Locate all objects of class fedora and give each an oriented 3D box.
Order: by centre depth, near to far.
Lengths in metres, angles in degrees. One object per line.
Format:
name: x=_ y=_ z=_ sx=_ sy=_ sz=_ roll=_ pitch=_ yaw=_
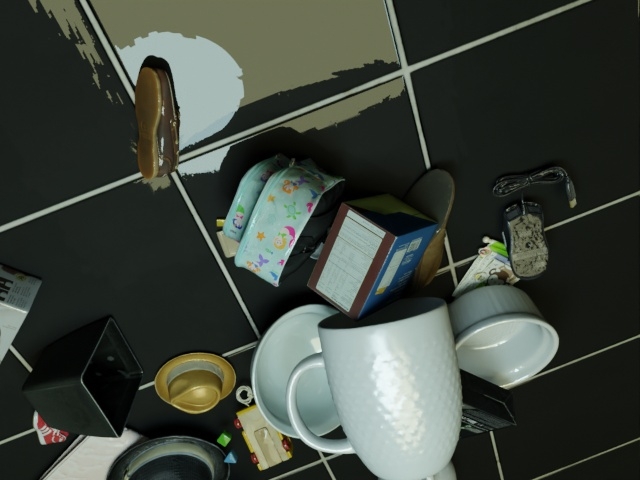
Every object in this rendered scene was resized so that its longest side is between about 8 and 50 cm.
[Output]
fedora: x=-0.301 y=0.358 z=1.332 sx=0.194 sy=0.079 sz=0.194 roll=-5 pitch=121 yaw=-9
fedora: x=-0.380 y=0.646 z=1.378 sx=0.333 sy=0.153 sz=0.334 roll=-6 pitch=121 yaw=-10

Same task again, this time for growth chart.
growth chart: x=0.422 y=0.105 z=1.385 sx=0.171 sy=0.021 sz=0.237 roll=13 pitch=117 yaw=-21

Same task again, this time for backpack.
backpack: x=-0.071 y=-0.042 z=1.050 sx=0.191 sy=0.253 sz=0.225 roll=27 pitch=114 yaw=0

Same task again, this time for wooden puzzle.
wooden puzzle: x=-0.180 y=-0.002 z=1.189 sx=0.078 sy=0.014 sz=0.116 roll=-9 pitch=121 yaw=-3

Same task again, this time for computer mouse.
computer mouse: x=0.505 y=-0.047 z=1.286 sx=0.184 sy=0.060 sz=0.262 roll=-18 pitch=106 yaw=3

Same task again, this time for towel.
towel: x=-0.529 y=0.624 z=1.451 sx=0.317 sy=0.053 sz=0.332 roll=-43 pitch=121 yaw=13

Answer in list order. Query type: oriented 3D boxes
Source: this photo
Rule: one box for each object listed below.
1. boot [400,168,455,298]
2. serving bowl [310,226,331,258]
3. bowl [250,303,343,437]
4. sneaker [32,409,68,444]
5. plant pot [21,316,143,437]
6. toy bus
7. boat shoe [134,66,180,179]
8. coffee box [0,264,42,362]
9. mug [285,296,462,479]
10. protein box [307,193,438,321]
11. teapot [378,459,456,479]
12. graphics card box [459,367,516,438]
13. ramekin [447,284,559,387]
boot: x=0.238 y=-0.017 z=1.245 sx=0.115 sy=0.112 sz=0.306 roll=-7 pitch=122 yaw=-44
serving bowl: x=0.000 y=0.000 z=1.222 sx=0.083 sy=0.027 sz=0.083 roll=-6 pitch=120 yaw=-10
bowl: x=-0.047 y=0.292 z=1.287 sx=0.297 sy=0.134 sz=0.298 roll=1 pitch=88 yaw=-31
sneaker: x=-0.644 y=0.444 z=1.325 sx=0.066 sy=0.042 sz=0.119 roll=-1 pitch=128 yaw=-8
plant pot: x=-0.520 y=0.306 z=1.203 sx=0.166 sy=0.188 sz=0.188 roll=-10 pitch=123 yaw=8
toy bus: x=-0.148 y=0.477 z=1.421 sx=0.190 sy=0.104 sz=0.202 roll=22 pitch=94 yaw=-1
boat shoe: x=-0.293 y=-0.215 z=1.012 sx=0.073 sy=0.073 sz=0.207 roll=-24 pitch=136 yaw=-44
coffee box: x=-0.730 y=0.109 z=1.064 sx=0.297 sy=0.119 sz=0.168 roll=28 pitch=111 yaw=-26
mug: x=0.111 y=0.319 z=1.166 sx=0.373 sy=0.276 sz=0.328 roll=-11 pitch=91 yaw=2
protein box: x=0.110 y=0.029 z=1.146 sx=0.199 sy=0.136 sz=0.201 roll=-15 pitch=134 yaw=-54
teapot: x=0.299 y=0.733 z=1.626 sx=0.256 sy=0.187 sz=0.252 roll=33 pitch=108 yaw=-26
graphics card box: x=0.275 y=0.439 z=1.414 sx=0.232 sy=0.094 sz=0.371 roll=27 pitch=140 yaw=-24
ramekin: x=0.427 y=0.238 z=1.371 sx=0.277 sy=0.135 sz=0.277 roll=-4 pitch=132 yaw=-5
